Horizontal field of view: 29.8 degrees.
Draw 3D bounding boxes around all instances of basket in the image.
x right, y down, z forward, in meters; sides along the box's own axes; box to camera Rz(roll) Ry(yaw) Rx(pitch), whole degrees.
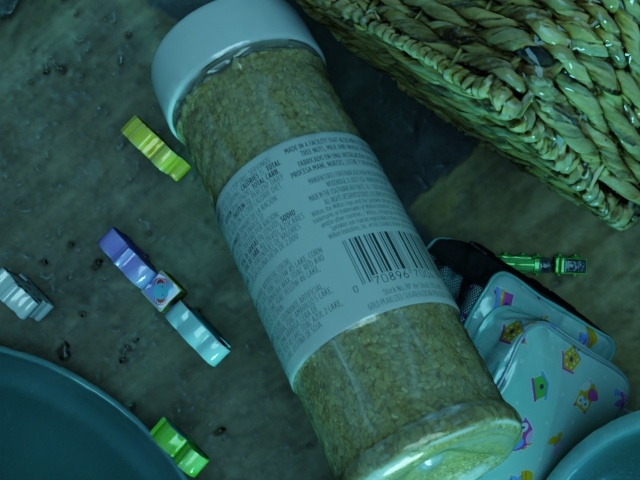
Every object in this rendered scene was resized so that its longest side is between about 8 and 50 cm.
[{"bbox_3d":[0.144,-0.174,0.778,0.213,0.299,0.223,34,94,-43],"label":"basket"}]

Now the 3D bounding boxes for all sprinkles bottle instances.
[{"bbox_3d":[0.000,0.000,0.791,0.121,0.121,0.355,-25,62,-2],"label":"sprinkles bottle"}]

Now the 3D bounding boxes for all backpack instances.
[{"bbox_3d":[0.112,0.118,0.859,0.166,0.144,0.188,30,99,-38],"label":"backpack"}]

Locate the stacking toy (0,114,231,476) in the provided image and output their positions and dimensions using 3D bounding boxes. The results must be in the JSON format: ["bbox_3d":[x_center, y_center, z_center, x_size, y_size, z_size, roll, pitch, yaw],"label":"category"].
[{"bbox_3d":[-0.112,0.040,0.876,0.221,0.052,0.167,43,90,11],"label":"stacking toy"}]

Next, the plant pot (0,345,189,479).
[{"bbox_3d":[-0.243,0.239,0.806,0.293,0.293,0.196,34,116,-3],"label":"plant pot"}]

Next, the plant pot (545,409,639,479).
[{"bbox_3d":[0.350,0.275,0.768,0.334,0.341,0.341,5,92,-32],"label":"plant pot"}]

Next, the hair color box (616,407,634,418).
[{"bbox_3d":[0.184,0.197,0.897,0.053,0.093,0.167,38,89,-8],"label":"hair color box"}]

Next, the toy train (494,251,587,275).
[{"bbox_3d":[0.165,0.019,0.926,0.083,0.024,0.017,1,92,-3],"label":"toy train"}]
